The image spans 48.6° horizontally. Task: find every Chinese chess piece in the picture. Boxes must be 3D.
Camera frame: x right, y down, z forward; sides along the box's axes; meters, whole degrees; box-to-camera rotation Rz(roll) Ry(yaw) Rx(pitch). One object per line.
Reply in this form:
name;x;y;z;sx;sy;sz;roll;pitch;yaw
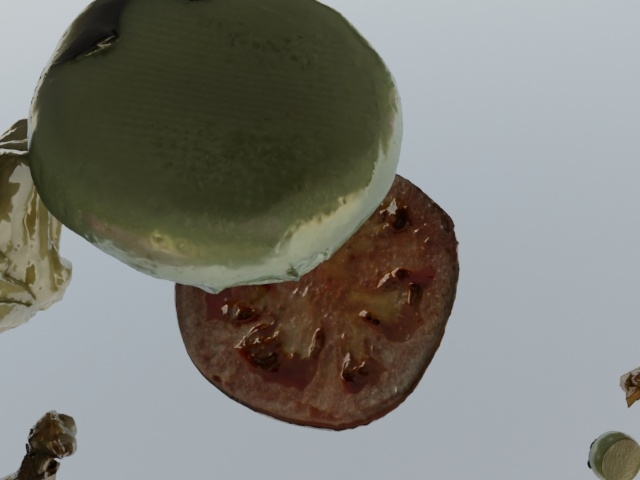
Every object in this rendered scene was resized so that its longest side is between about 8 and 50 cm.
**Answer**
Chinese chess piece;0.460;0.339;1.104;0.084;0.084;0.034;-25;-167;-11

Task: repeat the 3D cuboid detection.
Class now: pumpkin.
pumpkin;0.531;0.228;1.171;0.035;0.101;0.073;42;-150;-3

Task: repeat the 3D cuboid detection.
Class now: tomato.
tomato;-0.016;0.054;0.838;0.338;0.144;0.338;1;-95;-16

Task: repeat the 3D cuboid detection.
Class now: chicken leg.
chicken leg;-0.365;0.313;0.899;0.107;0.251;0.087;20;-156;-21

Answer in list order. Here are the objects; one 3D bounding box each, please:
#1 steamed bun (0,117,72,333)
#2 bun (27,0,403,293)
steamed bun;-0.312;-0.004;0.604;0.247;0.428;0.189;-5;-89;-12
bun;-0.079;-0.075;0.572;0.283;0.179;0.283;5;-118;-9
